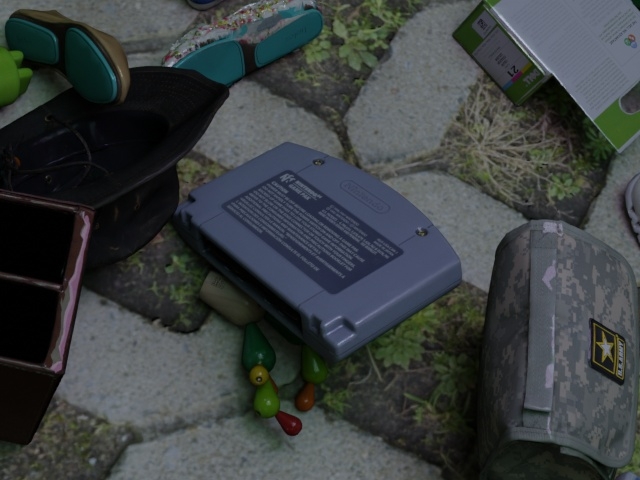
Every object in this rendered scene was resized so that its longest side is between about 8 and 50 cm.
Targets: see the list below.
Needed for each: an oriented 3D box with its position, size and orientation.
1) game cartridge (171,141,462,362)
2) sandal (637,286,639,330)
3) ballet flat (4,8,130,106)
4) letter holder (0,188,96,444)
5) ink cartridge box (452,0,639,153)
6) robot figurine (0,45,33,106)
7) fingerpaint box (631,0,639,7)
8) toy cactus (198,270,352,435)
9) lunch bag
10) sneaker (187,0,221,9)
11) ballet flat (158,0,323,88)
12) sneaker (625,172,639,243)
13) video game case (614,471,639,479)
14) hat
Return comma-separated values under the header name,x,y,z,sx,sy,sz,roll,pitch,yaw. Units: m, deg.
name,x,y,z,sx,sy,sz,roll,pitch,yaw
game cartridge,0.000,0.000,1.322,0.198,0.062,0.297,-26,44,-29
sandal,0.360,0.122,1.477,0.219,0.060,0.090,-33,83,-26
ballet flat,-0.255,-0.208,1.326,0.073,0.080,0.232,-18,36,-38
letter holder,-0.342,0.068,1.120,0.214,0.302,0.152,13,67,-14
ink cartridge box,0.328,-0.239,1.585,0.189,0.097,0.255,-40,88,-27
robot figurine,-0.371,-0.172,1.326,0.115,0.067,0.101,-19,73,-38
fingerpaint box,0.616,-0.479,1.736,0.444,0.163,0.371,13,68,-15
toy cactus,-0.046,0.086,1.338,0.180,0.112,0.219,25,72,2
lunch bag,0.246,0.138,1.291,0.169,0.287,0.235,3,66,12
sneaker,-0.097,-0.338,1.460,0.152,0.084,0.058,-34,83,-10
ballet flat,-0.104,-0.233,1.453,0.241,0.091,0.077,-27,50,-30
sneaker,0.503,0.019,1.536,0.110,0.118,0.292,-38,84,-25
video game case,0.386,0.477,1.367,0.300,0.036,0.329,37,64,-3
hat,-0.231,-0.053,1.273,0.331,0.331,0.134,-34,121,-26
